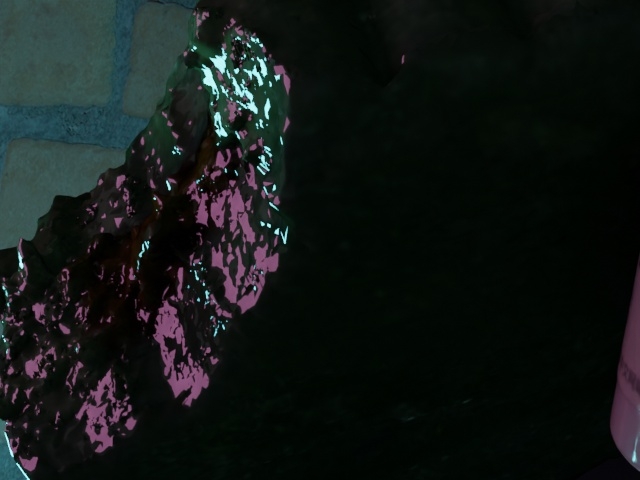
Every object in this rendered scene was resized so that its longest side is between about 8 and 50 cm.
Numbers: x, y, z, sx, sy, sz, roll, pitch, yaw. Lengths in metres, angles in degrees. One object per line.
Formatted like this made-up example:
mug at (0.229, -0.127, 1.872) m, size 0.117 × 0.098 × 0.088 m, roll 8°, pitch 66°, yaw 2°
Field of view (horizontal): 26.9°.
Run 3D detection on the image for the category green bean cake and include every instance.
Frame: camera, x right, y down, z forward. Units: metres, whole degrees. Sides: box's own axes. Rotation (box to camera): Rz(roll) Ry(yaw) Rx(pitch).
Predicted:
green bean cake at (0.000, 0.000, 0.580) m, size 0.308 × 0.300 × 0.169 m, roll 79°, pitch 173°, yaw -50°

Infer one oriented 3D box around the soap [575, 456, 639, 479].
soap at (0.138, 0.142, 0.765) m, size 0.181 × 0.081 × 0.259 m, roll 94°, pitch -179°, yaw -45°

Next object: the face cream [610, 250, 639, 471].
face cream at (0.151, -0.046, 0.426) m, size 0.082 × 0.082 × 0.269 m, roll -84°, pitch -2°, yaw -66°
